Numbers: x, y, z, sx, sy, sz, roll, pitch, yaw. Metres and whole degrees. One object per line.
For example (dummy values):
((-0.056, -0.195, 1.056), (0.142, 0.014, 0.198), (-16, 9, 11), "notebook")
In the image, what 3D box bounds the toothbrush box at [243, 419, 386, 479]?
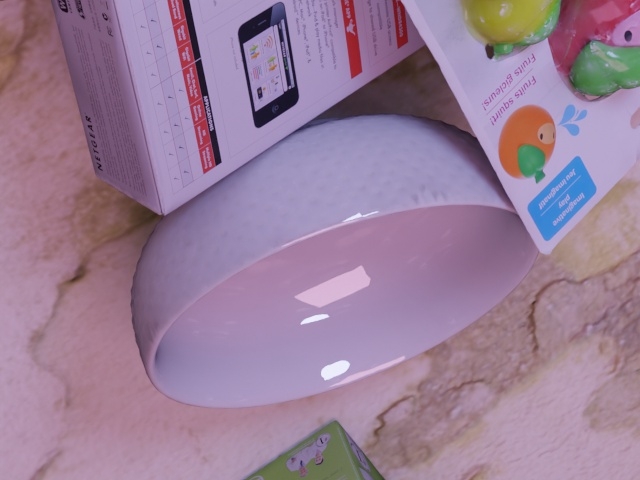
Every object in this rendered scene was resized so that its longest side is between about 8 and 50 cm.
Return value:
((0.051, 0.334, 1.660), (0.122, 0.283, 0.206), (-34, 124, 5), "toothbrush box")

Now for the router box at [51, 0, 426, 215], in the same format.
((-0.053, -0.231, 1.302), (0.301, 0.082, 0.335), (-35, 135, -29), "router box")

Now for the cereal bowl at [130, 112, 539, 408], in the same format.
((0.000, 0.000, 1.490), (0.339, 0.141, 0.339), (-18, 157, -8), "cereal bowl")

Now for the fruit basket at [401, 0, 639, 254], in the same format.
((0.204, -0.218, 1.358), (0.327, 0.165, 0.353), (-45, 118, -20), "fruit basket")
